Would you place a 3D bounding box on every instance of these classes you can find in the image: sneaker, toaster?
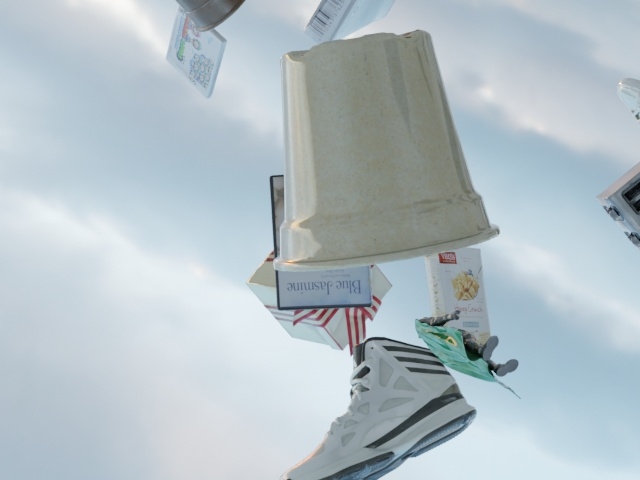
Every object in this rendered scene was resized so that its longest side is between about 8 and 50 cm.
[{"bbox_3d":[0.078,0.365,2.338,0.447,0.169,0.257,-24,-114,-16],"label":"sneaker"},{"bbox_3d":[0.726,-0.081,2.429,0.168,0.185,0.110,50,-174,-3],"label":"toaster"},{"bbox_3d":[0.765,-0.244,2.515,0.290,0.123,0.106,44,173,9],"label":"sneaker"}]

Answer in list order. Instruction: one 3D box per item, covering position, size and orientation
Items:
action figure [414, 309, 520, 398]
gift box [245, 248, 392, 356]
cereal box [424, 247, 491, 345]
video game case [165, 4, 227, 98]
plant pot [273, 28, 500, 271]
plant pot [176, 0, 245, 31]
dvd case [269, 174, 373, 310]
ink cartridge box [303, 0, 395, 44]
[{"bbox_3d":[0.199,0.150,1.625,0.137,0.063,0.232,51,168,-21],"label":"action figure"},{"bbox_3d":[0.000,0.133,2.794,0.255,0.276,0.258,46,156,-29],"label":"gift box"},{"bbox_3d":[0.305,0.132,2.453,0.047,0.240,0.173,-14,167,40],"label":"cereal box"},{"bbox_3d":[-0.262,-0.399,2.335,0.019,0.157,0.143,-28,-117,-39],"label":"video game case"},{"bbox_3d":[0.074,-0.135,1.612,0.333,0.306,0.334,-9,-175,1],"label":"plant pot"},{"bbox_3d":[-0.213,-0.472,1.894,0.165,0.167,0.167,40,-168,-31],"label":"plant pot"},{"bbox_3d":[0.000,0.000,2.039,0.180,0.253,0.022,-3,180,15],"label":"dvd case"},{"bbox_3d":[0.118,-0.521,2.059,0.072,0.304,0.307,35,-150,4],"label":"ink cartridge box"}]
